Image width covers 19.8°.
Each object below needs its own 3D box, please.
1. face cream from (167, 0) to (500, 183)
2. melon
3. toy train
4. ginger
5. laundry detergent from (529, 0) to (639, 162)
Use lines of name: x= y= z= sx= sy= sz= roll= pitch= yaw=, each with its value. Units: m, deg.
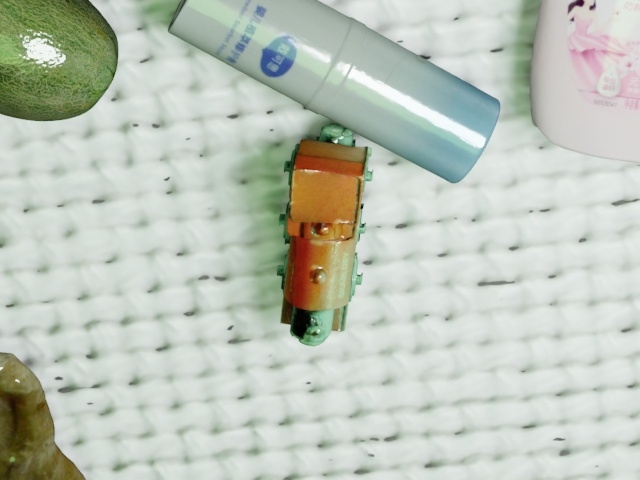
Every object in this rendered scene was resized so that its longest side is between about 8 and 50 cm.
face cream: x=0.011 y=-0.131 z=1.384 sx=0.250 sy=0.077 sz=0.077 roll=27 pitch=114 yaw=-10
melon: x=-0.232 y=-0.153 z=1.365 sx=0.167 sy=0.114 sz=0.114 roll=24 pitch=115 yaw=-10
toy train: x=0.000 y=0.000 z=1.428 sx=0.074 sy=0.118 sz=0.176 roll=8 pitch=115 yaw=1
ginger: x=-0.306 y=0.242 z=1.587 sx=0.166 sy=0.080 sz=0.333 roll=29 pitch=108 yaw=-28
laundry detergent: x=0.250 y=-0.222 z=1.325 sx=0.159 sy=0.088 sz=0.335 roll=7 pitch=116 yaw=-6
